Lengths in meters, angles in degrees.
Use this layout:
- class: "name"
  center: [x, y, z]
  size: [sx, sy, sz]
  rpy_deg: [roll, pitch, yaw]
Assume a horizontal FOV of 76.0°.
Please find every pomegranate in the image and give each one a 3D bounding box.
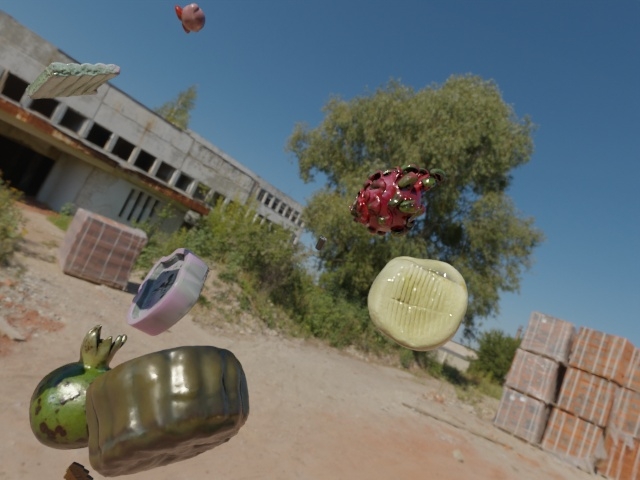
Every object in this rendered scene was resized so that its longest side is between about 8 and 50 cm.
- class: "pomegranate"
  center: [-0.610, 0.394, 1.070]
  size: [0.243, 0.305, 0.242]
  rpy_deg: [30, 14, -8]

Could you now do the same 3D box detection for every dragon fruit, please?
- class: "dragon fruit"
  center: [0.220, -0.135, 1.218]
  size: [0.198, 0.272, 0.218]
  rpy_deg: [32, -2, -21]

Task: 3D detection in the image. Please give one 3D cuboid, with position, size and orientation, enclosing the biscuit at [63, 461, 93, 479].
- class: "biscuit"
  center: [-0.700, 0.672, 1.174]
  size: [0.082, 0.092, 0.016]
  rpy_deg: [-7, 13, -9]

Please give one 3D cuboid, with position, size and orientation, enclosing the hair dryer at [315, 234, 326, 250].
- class: "hair dryer"
  center: [0.000, 0.000, 1.471]
  size: [0.026, 0.047, 0.083]
  rpy_deg: [25, 20, -11]

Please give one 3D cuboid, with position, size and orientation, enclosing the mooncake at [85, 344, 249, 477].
- class: "mooncake"
  center: [-0.277, 0.320, 0.767]
  size: [0.290, 0.291, 0.161]
  rpy_deg: [33, 31, -54]

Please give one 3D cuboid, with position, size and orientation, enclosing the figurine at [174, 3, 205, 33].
- class: "figurine"
  center: [-0.363, -0.630, 1.167]
  size: [0.071, 0.066, 0.083]
  rpy_deg: [-14, -20, 2]

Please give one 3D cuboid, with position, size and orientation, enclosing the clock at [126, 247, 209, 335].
- class: "clock"
  center: [-0.572, 0.187, 1.531]
  size: [0.102, 0.338, 0.339]
  rpy_deg: [45, -18, -32]

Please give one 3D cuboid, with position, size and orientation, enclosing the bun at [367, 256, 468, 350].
- class: "bun"
  center: [0.225, 0.141, 0.963]
  size: [0.230, 0.229, 0.145]
  rpy_deg: [22, -7, 6]

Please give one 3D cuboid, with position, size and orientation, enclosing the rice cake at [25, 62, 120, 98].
- class: "rice cake"
  center: [-0.659, -0.425, 1.093]
  size: [0.189, 0.037, 0.198]
  rpy_deg: [-24, 13, -41]
